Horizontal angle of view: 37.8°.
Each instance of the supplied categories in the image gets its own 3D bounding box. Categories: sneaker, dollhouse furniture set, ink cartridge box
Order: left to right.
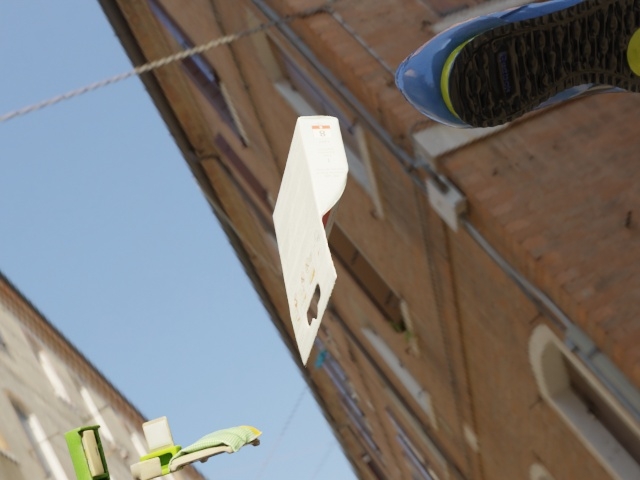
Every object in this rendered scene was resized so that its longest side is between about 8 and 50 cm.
[{"bbox_3d":[-0.130,0.165,0.778,0.151,0.059,0.076,-20,-11,12],"label":"dollhouse furniture set"},{"bbox_3d":[0.000,0.000,0.841,0.045,0.179,0.145,-3,-37,-17],"label":"ink cartridge box"},{"bbox_3d":[0.144,-0.118,0.574,0.209,0.082,0.069,-16,-71,-20],"label":"sneaker"}]
